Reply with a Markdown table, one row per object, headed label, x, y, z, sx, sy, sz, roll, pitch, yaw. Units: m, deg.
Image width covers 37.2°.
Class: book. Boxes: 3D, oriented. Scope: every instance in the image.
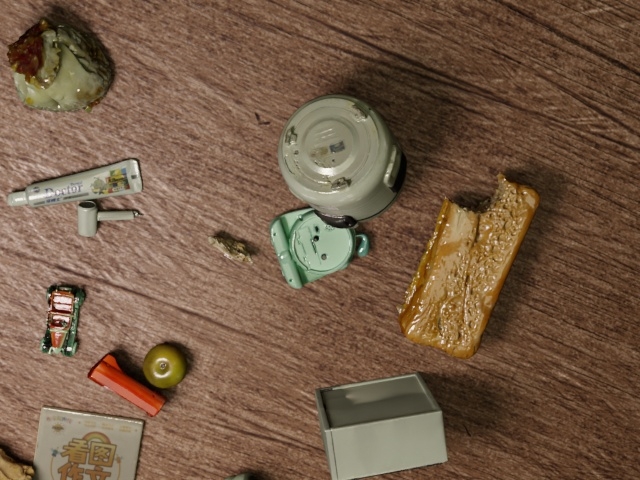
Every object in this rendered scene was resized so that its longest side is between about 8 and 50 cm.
| label | x | y | z | sx | sy | sz | roll | pitch | yaw |
| --- | --- | --- | --- | --- | --- | --- | --- | --- | --- |
| book | -0.488 | 0.493 | 1.951 | 0.208 | 0.020 | 0.295 | 9 | 100 | -6 |

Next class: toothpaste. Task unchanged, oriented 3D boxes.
| label | x | y | z | sx | sy | sz | roll | pitch | yaw |
| --- | --- | --- | --- | --- | --- | --- | --- | --- | --- |
| toothpaste | -0.474 | -0.102 | 1.831 | 0.255 | 0.037 | 0.067 | -11 | 103 | -7 |

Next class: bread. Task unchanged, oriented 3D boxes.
| label | x | y | z | sx | sy | sz | roll | pitch | yaw |
| --- | --- | --- | --- | --- | --- | --- | --- | --- | --- |
| bread | 0.289 | 0.041 | 1.895 | 0.185 | 0.109 | 0.380 | 22 | 96 | -1 |

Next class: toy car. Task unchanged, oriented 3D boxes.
| label | x | y | z | sx | sy | sz | roll | pitch | yaw |
| --- | --- | --- | --- | --- | --- | --- | --- | --- | --- |
| toy car | -0.510 | 0.160 | 1.867 | 0.073 | 0.054 | 0.143 | 9 | 99 | -6 |

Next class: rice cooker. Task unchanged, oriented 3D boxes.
| label | x | y | z | sx | sy | sz | roll | pitch | yaw |
| --- | --- | --- | --- | --- | --- | --- | --- | --- | --- |
| rice cooker | 0.047 | -0.143 | 1.764 | 0.226 | 0.244 | 0.226 | -2 | 78 | 12 |

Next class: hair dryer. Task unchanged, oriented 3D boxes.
| label | x | y | z | sx | sy | sz | roll | pitch | yaw |
| --- | --- | --- | --- | --- | --- | --- | --- | --- | --- |
| hair dryer | -0.409 | -0.044 | 1.849 | 0.124 | 0.038 | 0.063 | -3 | 120 | -18 |

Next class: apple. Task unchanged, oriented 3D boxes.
| label | x | y | z | sx | sy | sz | roll | pitch | yaw |
| --- | --- | --- | --- | --- | --- | --- | --- | --- | --- |
| apple | -0.310 | 0.250 | 1.894 | 0.090 | 0.074 | 0.089 | 0 | 81 | 1 |

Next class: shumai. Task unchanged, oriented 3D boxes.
| label | x | y | z | sx | sy | sz | roll | pitch | yaw |
| --- | --- | --- | --- | --- | --- | --- | --- | --- | --- |
| shumai | -0.477 | -0.314 | 1.735 | 0.184 | 0.142 | 0.184 | 0 | 101 | -2 |

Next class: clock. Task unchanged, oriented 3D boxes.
| label | x | y | z | sx | sy | sz | roll | pitch | yaw |
| --- | --- | --- | --- | --- | --- | --- | --- | --- | --- |
| clock | -0.380 | 0.288 | 1.879 | 0.155 | 0.113 | 0.061 | 37 | 74 | -11 |
| clock | 0.000 | 0.000 | 1.881 | 0.189 | 0.060 | 0.148 | -21 | 102 | -2 |

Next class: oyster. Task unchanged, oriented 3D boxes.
| label | x | y | z | sx | sy | sz | roll | pitch | yaw |
| --- | --- | --- | --- | --- | --- | --- | --- | --- | --- |
| oyster | -0.174 | 0.010 | 1.865 | 0.038 | 0.081 | 0.083 | -58 | 136 | -16 |

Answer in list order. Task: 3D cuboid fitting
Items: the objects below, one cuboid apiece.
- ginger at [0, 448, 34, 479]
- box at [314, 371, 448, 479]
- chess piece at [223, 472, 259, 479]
| label | x | y | z | sx | sy | sz | roll | pitch | yaw |
| --- | --- | --- | --- | --- | --- | --- | --- | --- | --- |
| ginger | -0.741 | 0.550 | 1.912 | 0.375 | 0.166 | 0.236 | -29 | 140 | 24 |
| box | 0.116 | 0.369 | 1.878 | 0.225 | 0.225 | 0.117 | -9 | 102 | -3 |
| chess piece | -0.248 | 0.604 | 1.920 | 0.299 | 0.194 | 0.194 | -22 | 102 | 7 |
